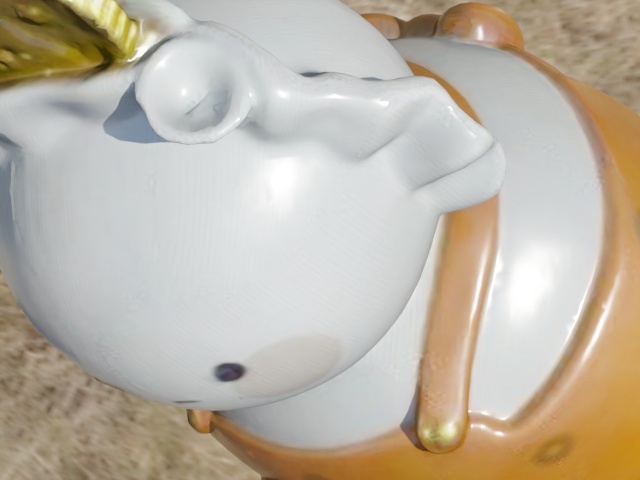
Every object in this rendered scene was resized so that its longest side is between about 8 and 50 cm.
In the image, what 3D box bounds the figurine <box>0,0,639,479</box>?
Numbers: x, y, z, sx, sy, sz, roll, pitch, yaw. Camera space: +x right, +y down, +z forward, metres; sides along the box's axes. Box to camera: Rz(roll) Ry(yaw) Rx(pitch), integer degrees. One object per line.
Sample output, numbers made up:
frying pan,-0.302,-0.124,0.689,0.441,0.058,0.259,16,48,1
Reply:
figurine,0.003,-0.008,0.460,0.143,0.143,0.271,-53,129,-11
